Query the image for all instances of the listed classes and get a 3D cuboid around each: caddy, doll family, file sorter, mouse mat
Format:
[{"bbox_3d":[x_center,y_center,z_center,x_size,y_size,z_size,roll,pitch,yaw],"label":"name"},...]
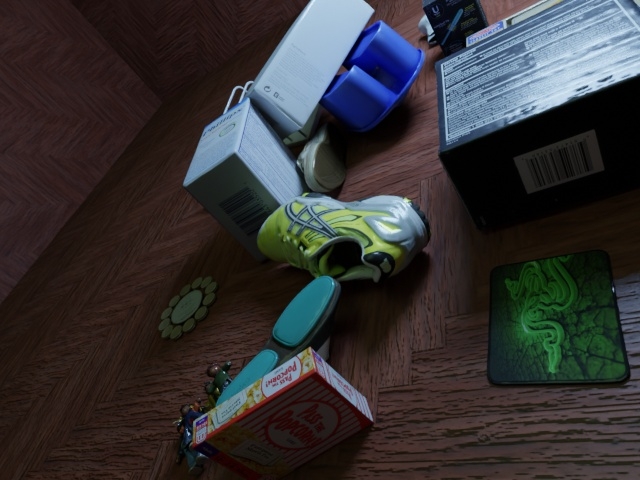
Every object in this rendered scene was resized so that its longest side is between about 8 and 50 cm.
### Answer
[{"bbox_3d":[0.130,-0.401,1.168,0.241,0.179,0.341,-56,18,4],"label":"caddy"},{"bbox_3d":[-0.197,0.295,0.771,0.193,0.076,0.111,-50,38,-9],"label":"doll family"},{"bbox_3d":[-0.153,-0.412,1.442,0.278,0.173,0.192,-3,63,43],"label":"file sorter"},{"bbox_3d":[0.290,0.094,0.576,0.153,0.007,0.189,-15,40,35],"label":"mouse mat"}]

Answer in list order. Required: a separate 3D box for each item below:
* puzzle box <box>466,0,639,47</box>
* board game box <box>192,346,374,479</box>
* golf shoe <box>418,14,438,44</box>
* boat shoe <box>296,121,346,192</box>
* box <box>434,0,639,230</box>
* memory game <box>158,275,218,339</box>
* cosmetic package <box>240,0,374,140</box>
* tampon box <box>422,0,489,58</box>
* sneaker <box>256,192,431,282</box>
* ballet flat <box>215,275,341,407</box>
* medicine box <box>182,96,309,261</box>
[{"bbox_3d":[0.513,-0.446,0.951,0.409,0.052,0.272,-18,38,31],"label":"puzzle box"},{"bbox_3d":[-0.048,0.244,0.611,0.194,0.146,0.045,-35,33,9],"label":"board game box"},{"bbox_3d":[0.331,-0.616,1.330,0.086,0.069,0.176,-48,32,-1],"label":"golf shoe"},{"bbox_3d":[-0.004,-0.197,1.137,0.098,0.109,0.302,-30,28,26],"label":"boat shoe"},{"bbox_3d":[0.352,-0.209,0.709,0.296,0.182,0.294,-18,40,28],"label":"box"},{"bbox_3d":[-0.324,0.163,1.112,0.186,0.012,0.186,-26,35,20],"label":"memory game"},{"bbox_3d":[-0.045,-0.470,1.201,0.384,0.156,0.217,-58,19,-10],"label":"cosmetic package"},{"bbox_3d":[0.352,-0.579,1.171,0.121,0.161,0.101,-18,39,30],"label":"tampon box"},{"bbox_3d":[0.000,0.000,0.831,0.385,0.145,0.147,-5,28,44],"label":"sneaker"},{"bbox_3d":[-0.050,0.185,0.728,0.280,0.096,0.095,-49,36,-14],"label":"ballet flat"},{"bbox_3d":[-0.156,-0.147,1.078,0.149,0.263,0.289,-28,34,19],"label":"medicine box"}]
